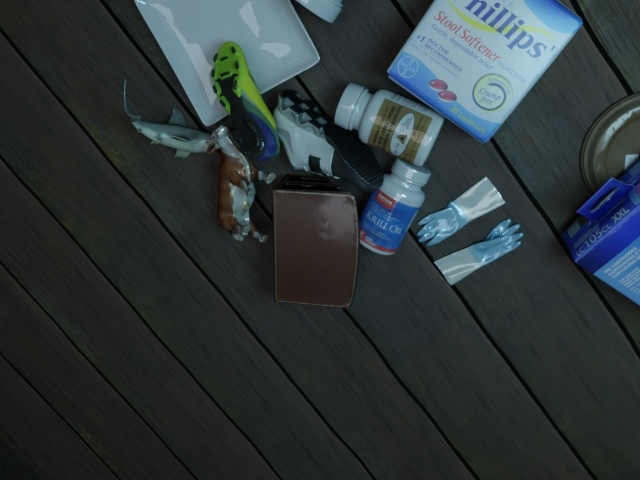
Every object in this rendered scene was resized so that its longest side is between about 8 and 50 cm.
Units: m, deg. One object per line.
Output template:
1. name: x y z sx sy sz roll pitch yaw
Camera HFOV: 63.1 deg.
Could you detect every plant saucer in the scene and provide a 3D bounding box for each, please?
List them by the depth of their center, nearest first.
1. plant saucer: 0.724 -0.187 1.145 0.277 0.041 0.278 5 112 11

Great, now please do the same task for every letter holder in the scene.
1. letter holder: 0.000 0.000 1.327 0.214 0.152 0.302 4 111 10

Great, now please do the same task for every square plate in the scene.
1. square plate: -0.221 -0.504 1.241 0.343 0.049 0.347 -24 103 20

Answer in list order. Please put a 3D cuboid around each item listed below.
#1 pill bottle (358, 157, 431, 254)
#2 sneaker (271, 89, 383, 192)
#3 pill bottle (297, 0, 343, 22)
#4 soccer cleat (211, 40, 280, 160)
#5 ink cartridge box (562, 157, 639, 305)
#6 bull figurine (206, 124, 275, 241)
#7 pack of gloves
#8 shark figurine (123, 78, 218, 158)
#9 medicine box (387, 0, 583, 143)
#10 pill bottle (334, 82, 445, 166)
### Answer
1. pill bottle: 0.176 -0.086 1.266 0.124 0.124 0.222 25 114 3
2. sneaker: 0.007 -0.207 1.259 0.330 0.122 0.146 44 128 15
3. pill bottle: 0.058 -0.629 1.051 0.187 0.188 0.334 35 114 -2
4. soccer cleat: -0.172 -0.321 1.225 0.093 0.121 0.289 -21 84 28
5. ink cartridge box: 0.731 -0.006 1.120 0.395 0.151 0.270 33 121 -5
6. bull figurine: -0.205 -0.136 1.317 0.188 0.101 0.311 41 139 37
7. pack of gloves: 0.367 -0.012 1.292 0.232 0.046 0.195 -35 100 22
8. shark figurine: -0.390 -0.297 1.318 0.166 0.278 0.116 -12 68 46
9. medicine box: 0.330 -0.404 1.095 0.263 0.149 0.289 35 115 -1
10. pill bottle: 0.155 -0.270 1.194 0.229 0.131 0.131 25 114 8
